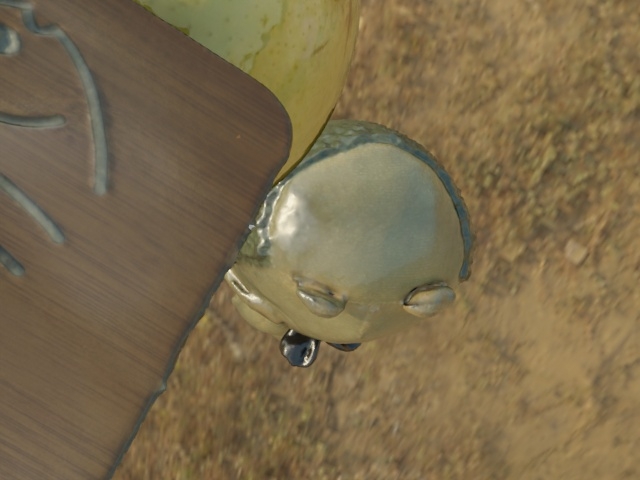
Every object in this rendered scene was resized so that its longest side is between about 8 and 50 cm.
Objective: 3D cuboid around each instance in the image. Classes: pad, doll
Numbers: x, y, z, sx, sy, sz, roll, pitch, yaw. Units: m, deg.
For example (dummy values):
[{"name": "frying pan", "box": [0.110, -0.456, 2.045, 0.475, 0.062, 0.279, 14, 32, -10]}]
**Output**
[{"name": "pad", "box": [-0.176, -0.037, 0.805, 0.287, 0.018, 0.284, 33, 54, -7]}, {"name": "doll", "box": [0.000, 0.000, 1.705, 0.247, 0.349, 0.247, -4, 100, -22]}]

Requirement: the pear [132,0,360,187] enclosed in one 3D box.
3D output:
[{"name": "pear", "box": [-0.124, -0.147, 1.057, 0.309, 0.309, 0.309, 2, 68, -6]}]
